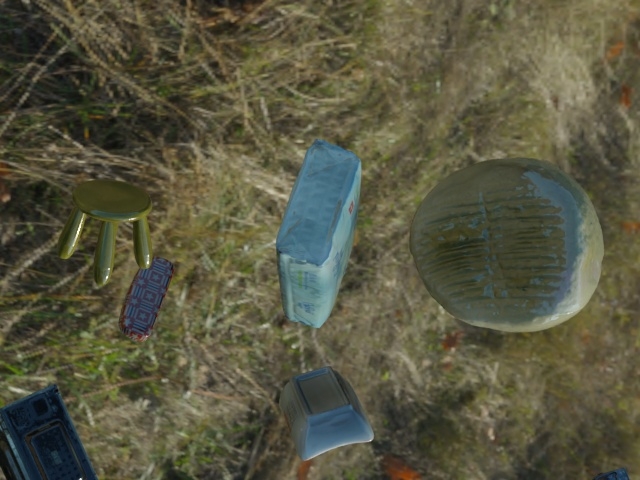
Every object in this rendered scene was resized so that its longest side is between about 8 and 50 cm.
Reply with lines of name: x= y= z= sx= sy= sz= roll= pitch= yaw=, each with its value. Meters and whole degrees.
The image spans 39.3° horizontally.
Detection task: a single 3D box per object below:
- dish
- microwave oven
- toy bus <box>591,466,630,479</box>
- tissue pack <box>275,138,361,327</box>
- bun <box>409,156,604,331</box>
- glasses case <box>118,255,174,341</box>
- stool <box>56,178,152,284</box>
dish: x=0.003 y=0.321 z=1.747 sx=0.151 sy=0.212 sz=0.077 roll=-14 pitch=116 yaw=-9
microwave oven: x=-0.520 y=0.390 z=1.639 sx=0.129 sy=0.163 sz=0.205 roll=-23 pitch=84 yaw=-35
toy bus: x=0.464 y=0.407 z=1.449 sx=0.166 sy=0.065 sz=0.047 roll=69 pitch=6 yaw=-64
tissue pack: x=0.000 y=0.000 z=1.273 sx=0.263 sy=0.089 sz=0.177 roll=88 pitch=20 yaw=-66
bun: x=0.195 y=0.006 z=0.938 sx=0.128 sy=0.193 sz=0.178 roll=3 pitch=82 yaw=-60
glasses case: x=-0.346 y=0.113 z=1.767 sx=0.073 sy=0.049 sz=0.194 roll=25 pitch=47 yaw=-11
stool: x=-0.301 y=-0.016 z=1.270 sx=0.135 sy=0.134 sz=0.110 roll=7 pitch=117 yaw=-13
